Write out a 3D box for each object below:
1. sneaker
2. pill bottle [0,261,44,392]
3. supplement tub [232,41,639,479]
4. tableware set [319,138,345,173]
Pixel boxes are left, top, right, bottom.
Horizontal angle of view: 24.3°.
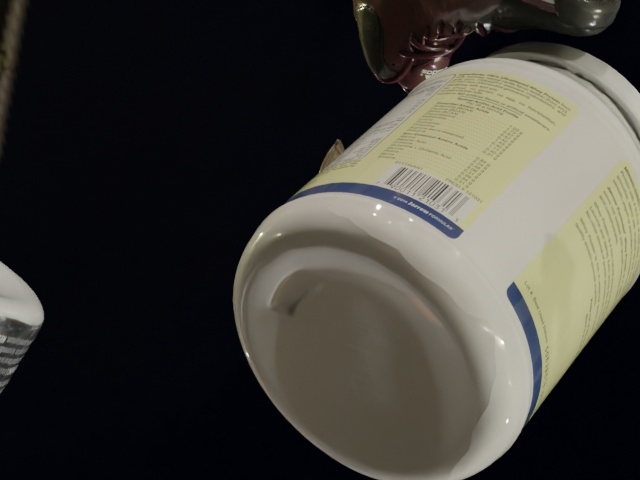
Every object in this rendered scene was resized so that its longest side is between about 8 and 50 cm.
[{"bbox_3d":[0.129,-0.184,1.265,0.281,0.106,0.162,34,-54,41],"label":"sneaker"},{"bbox_3d":[-0.257,0.107,0.760,0.130,0.130,0.246,34,-86,23],"label":"pill bottle"},{"bbox_3d":[0.112,0.004,1.132,0.235,0.325,0.235,21,-49,26],"label":"supplement tub"},{"bbox_3d":[0.000,0.000,1.332,0.020,0.169,0.141,17,-26,15],"label":"tableware set"}]
